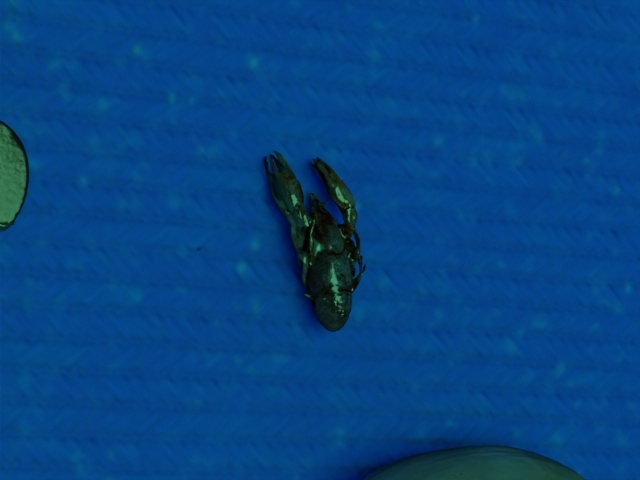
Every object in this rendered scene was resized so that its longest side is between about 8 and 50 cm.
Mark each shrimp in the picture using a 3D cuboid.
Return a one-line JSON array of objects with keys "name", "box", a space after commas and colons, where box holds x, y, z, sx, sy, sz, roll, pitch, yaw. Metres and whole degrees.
[{"name": "shrimp", "box": [0.002, -0.003, 0.843, 0.038, 0.029, 0.092, -19, 91, -22]}]

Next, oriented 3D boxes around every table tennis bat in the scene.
[{"name": "table tennis bat", "box": [-0.159, -0.016, 0.786, 0.050, 0.007, 0.083, 12, 81, -22]}]

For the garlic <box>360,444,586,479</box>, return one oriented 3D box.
[{"name": "garlic", "box": [0.057, 0.165, 0.830, 0.198, 0.090, 0.128, -7, 103, -28]}]
